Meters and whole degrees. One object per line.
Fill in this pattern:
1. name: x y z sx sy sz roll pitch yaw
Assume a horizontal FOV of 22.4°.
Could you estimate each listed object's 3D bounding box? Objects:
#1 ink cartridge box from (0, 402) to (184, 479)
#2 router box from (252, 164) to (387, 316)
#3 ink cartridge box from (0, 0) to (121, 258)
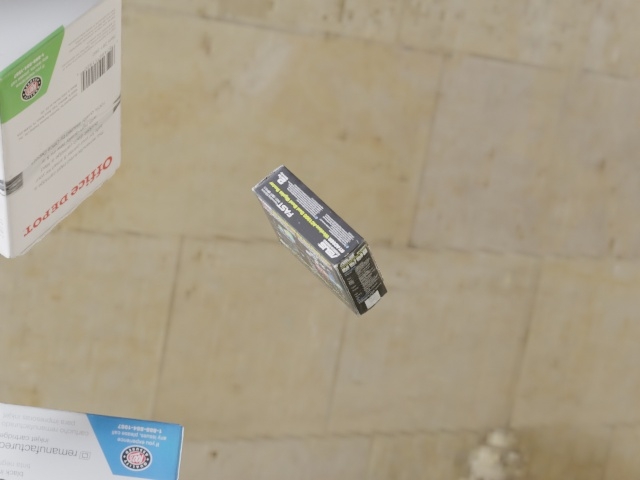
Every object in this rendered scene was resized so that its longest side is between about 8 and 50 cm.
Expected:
1. ink cartridge box: -0.284 0.358 1.833 0.223 0.307 0.129 8 159 -7
2. router box: 0.000 0.000 1.436 0.122 0.038 0.092 43 168 33
3. ink cartridge box: -0.253 -0.117 1.397 0.092 0.219 0.160 30 -129 18
